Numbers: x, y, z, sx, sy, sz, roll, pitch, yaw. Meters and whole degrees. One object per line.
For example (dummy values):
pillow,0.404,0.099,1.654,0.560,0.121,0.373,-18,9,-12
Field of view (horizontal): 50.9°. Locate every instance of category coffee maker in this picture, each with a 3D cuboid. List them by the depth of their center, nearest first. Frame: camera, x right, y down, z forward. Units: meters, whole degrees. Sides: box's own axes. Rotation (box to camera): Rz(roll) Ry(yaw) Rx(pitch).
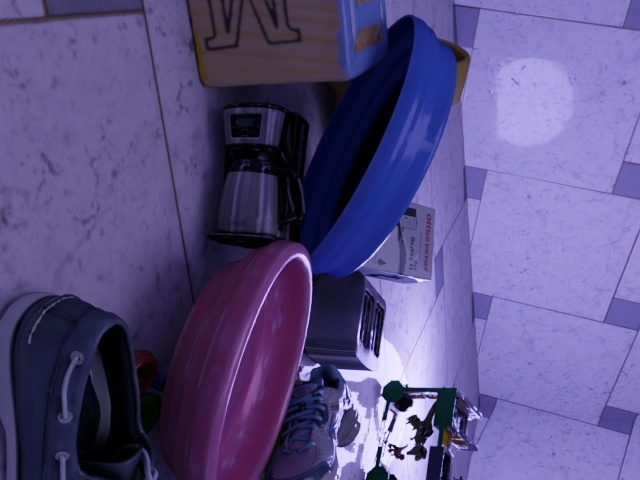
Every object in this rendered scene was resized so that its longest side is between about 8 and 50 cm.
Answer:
coffee maker,-0.080,-0.079,0.896,0.171,0.120,0.178,139,-43,-82

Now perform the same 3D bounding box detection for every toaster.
toaster,0.041,0.149,1.207,0.168,0.110,0.186,49,47,-60

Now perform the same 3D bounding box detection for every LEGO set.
LEGO set,0.262,0.506,1.627,0.192,0.255,0.331,47,39,-40

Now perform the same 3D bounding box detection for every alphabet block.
alphabet block,-0.036,-0.304,0.843,0.192,0.197,0.193,-47,135,-62

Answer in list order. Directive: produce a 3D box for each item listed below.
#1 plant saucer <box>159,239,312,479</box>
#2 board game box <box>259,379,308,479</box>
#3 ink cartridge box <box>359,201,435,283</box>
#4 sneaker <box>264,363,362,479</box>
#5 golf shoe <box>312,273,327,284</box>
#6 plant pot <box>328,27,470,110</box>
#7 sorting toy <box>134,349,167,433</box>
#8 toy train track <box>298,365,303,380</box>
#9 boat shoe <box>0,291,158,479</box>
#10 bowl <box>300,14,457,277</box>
plant saucer,-0.097,0.156,0.800,0.332,0.084,0.332,14,90,-79
board game box,-0.058,0.315,1.052,0.181,0.043,0.092,-61,147,-50
ink cartridge box,0.119,-0.006,1.299,0.208,0.087,0.153,12,78,-35
sneaker,-0.023,0.268,0.967,0.283,0.110,0.122,-42,119,-72
golf shoe,0.000,0.000,1.157,0.198,0.094,0.077,-41,153,-32
plant pot,0.128,-0.247,1.250,0.254,0.254,0.239,-52,154,-57
sorting toy,-0.193,0.152,0.699,0.061,0.042,0.102,-26,129,-50
toy train track,-0.031,0.258,1.160,0.048,0.014,0.083,-15,106,-69
boat shoe,-0.200,0.202,0.587,0.116,0.099,0.320,-36,125,-65
bowl,0.066,-0.127,0.971,0.391,0.077,0.391,-59,-165,27
